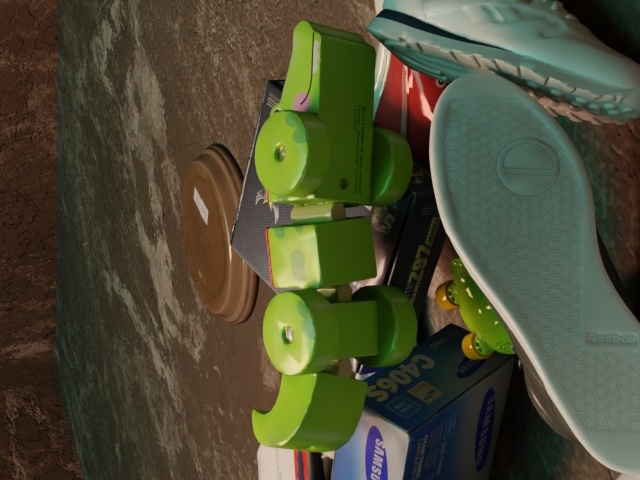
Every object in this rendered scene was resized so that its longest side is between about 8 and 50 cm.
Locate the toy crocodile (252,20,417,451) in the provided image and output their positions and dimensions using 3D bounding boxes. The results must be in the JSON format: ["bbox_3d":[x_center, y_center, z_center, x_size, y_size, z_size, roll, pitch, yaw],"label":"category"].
[{"bbox_3d":[0.000,0.000,0.875,0.105,0.115,0.341,0,91,48],"label":"toy crocodile"}]

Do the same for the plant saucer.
[{"bbox_3d":[-0.160,-0.007,1.693,0.278,0.041,0.278,172,90,-68],"label":"plant saucer"}]

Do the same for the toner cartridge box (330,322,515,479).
[{"bbox_3d":[0.080,0.264,1.030,0.075,0.165,0.348,26,125,31],"label":"toner cartridge box"}]

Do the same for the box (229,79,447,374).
[{"bbox_3d":[0.012,-0.018,1.009,0.232,0.059,0.183,43,129,42],"label":"box"}]

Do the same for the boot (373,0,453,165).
[{"bbox_3d":[0.120,-0.145,0.932,0.176,0.088,0.244,45,138,42],"label":"boot"}]

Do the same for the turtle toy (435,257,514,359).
[{"bbox_3d":[0.147,0.037,0.924,0.095,0.066,0.130,-28,90,57],"label":"turtle toy"}]

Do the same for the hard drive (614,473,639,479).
[{"bbox_3d":[0.242,0.162,0.643,0.319,0.040,0.210,111,-178,-51],"label":"hard drive"}]

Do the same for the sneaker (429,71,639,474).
[{"bbox_3d":[0.156,0.029,0.793,0.147,0.104,0.296,68,178,-76],"label":"sneaker"}]

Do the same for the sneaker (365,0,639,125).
[{"bbox_3d":[0.143,-0.157,0.815,0.235,0.090,0.095,27,84,32],"label":"sneaker"}]

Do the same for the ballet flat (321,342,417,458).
[{"bbox_3d":[0.023,0.040,1.154,0.147,0.147,0.409,153,108,-66],"label":"ballet flat"}]

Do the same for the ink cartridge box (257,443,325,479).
[{"bbox_3d":[-0.039,0.328,1.230,0.308,0.091,0.385,-94,-4,-47],"label":"ink cartridge box"}]
